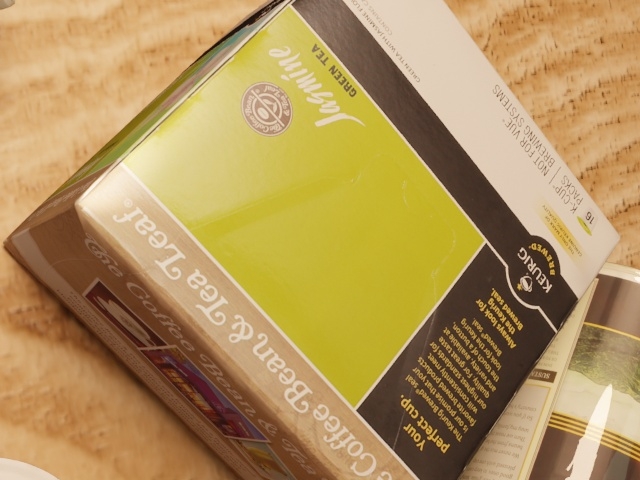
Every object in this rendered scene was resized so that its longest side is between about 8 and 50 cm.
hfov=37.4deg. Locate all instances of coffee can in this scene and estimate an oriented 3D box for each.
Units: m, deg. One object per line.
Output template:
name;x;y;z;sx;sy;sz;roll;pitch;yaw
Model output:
coffee can;0.243;0.184;0.874;0.202;0.202;0.275;33;69;-23

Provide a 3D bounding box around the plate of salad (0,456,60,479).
plate of salad;-0.253;0.249;0.671;0.200;0.048;0.199;-2;95;-26

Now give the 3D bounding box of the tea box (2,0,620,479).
tea box;0.000;0.000;0.745;0.329;0.220;0.323;50;63;-15

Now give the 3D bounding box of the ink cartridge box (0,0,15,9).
ink cartridge box;-0.301;-0.236;0.613;0.153;0.087;0.208;-17;73;-1
